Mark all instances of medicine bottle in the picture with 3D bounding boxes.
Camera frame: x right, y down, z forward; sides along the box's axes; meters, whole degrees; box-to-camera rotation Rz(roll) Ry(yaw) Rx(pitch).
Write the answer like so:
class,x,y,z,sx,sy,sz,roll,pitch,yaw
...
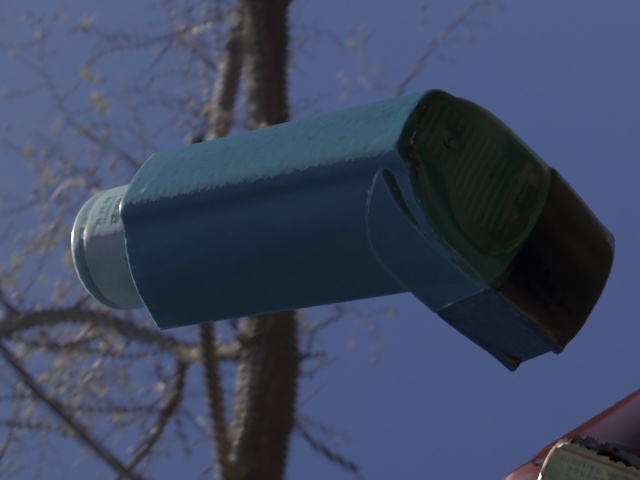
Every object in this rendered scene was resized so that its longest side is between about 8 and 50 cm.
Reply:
class,x,y,z,sx,sy,sz,roll,pitch,yaw
medicine bottle,0.000,0.000,0.885,0.124,0.258,0.079,53,-132,-31

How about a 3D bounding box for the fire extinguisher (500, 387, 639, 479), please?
class,x,y,z,sx,sy,sz,roll,pitch,yaw
fire extinguisher,0.122,0.075,0.519,0.269,0.105,0.105,-24,-102,-43
